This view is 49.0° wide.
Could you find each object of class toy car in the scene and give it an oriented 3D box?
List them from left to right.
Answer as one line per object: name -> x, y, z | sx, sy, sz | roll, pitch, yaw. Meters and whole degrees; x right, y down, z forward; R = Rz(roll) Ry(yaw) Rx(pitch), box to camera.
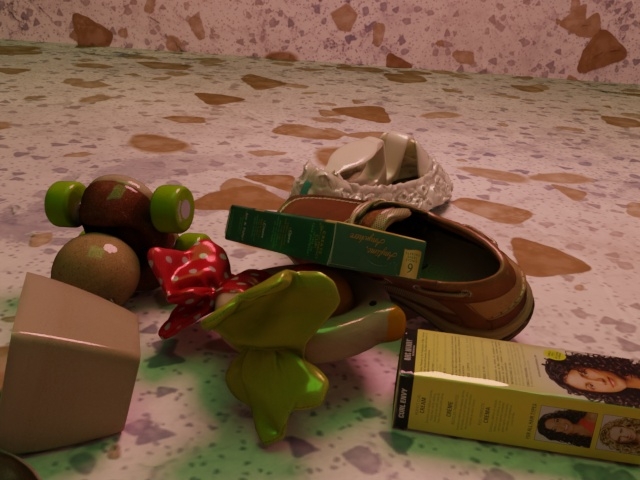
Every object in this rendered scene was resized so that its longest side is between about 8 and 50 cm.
toy car -> -0.223, 0.040, 0.731 | 0.155, 0.149, 0.188 | 3, 49, 16

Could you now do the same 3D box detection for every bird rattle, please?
bird rattle -> -0.040, 0.073, 0.658 | 0.207, 0.143, 0.253 | -7, 12, -24

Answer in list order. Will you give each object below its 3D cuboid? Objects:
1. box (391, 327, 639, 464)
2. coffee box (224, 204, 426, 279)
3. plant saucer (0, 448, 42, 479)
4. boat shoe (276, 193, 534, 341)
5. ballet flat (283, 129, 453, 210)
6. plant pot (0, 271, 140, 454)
box -> 0.182, 0.133, 0.612 | 0.232, 0.058, 0.087 | 6, 22, 6
coffee box -> 0.000, 0.000, 0.680 | 0.113, 0.040, 0.184 | 12, 0, -35
plant saucer -> -0.257, 0.190, 0.434 | 0.168, 0.029, 0.168 | 4, 21, -1
boat shoe -> 0.079, 0.002, 0.778 | 0.324, 0.120, 0.122 | 19, 65, 33
ballet flat -> 0.095, -0.094, 1.056 | 0.147, 0.147, 0.409 | 17, 25, 29
plant pot -> -0.202, 0.101, 0.571 | 0.096, 0.109, 0.109 | 9, 19, -20
